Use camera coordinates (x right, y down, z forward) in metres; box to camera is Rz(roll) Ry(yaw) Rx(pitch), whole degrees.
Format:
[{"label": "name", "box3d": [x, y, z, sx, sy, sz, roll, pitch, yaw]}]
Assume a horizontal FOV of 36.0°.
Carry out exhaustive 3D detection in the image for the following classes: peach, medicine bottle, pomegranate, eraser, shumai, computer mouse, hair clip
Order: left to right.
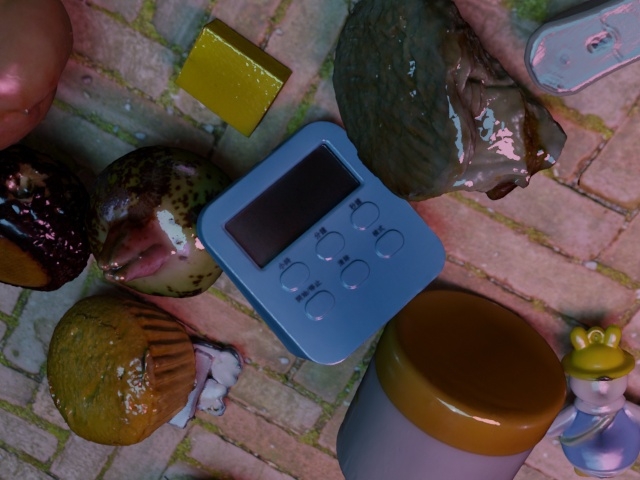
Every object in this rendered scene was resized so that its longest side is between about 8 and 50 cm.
[{"label": "peach", "box3d": [-0.449, -0.241, 1.225, 0.292, 0.247, 0.292, 0, 91, 45]}, {"label": "pomegranate", "box3d": [-0.217, -0.009, 1.275, 0.214, 0.248, 0.214, 9, 119, 16]}, {"label": "hair clip", "box3d": [-0.188, 0.213, 1.505, 0.116, 0.049, 0.172, 24, 118, 0]}, {"label": "eraser", "box3d": [-0.112, -0.206, 1.252, 0.122, 0.045, 0.097, 36, 123, -2]}, {"label": "medicine bottle", "box3d": [0.162, 0.221, 1.278, 0.238, 0.238, 0.231, 25, 124, 4]}, {"label": "shumai", "box3d": [0.149, -0.174, 1.147, 0.222, 0.204, 0.271, -20, 84, 56]}, {"label": "computer mouse", "box3d": [0.314, -0.229, 1.089, 0.182, 0.056, 0.089, -23, 113, 20]}]

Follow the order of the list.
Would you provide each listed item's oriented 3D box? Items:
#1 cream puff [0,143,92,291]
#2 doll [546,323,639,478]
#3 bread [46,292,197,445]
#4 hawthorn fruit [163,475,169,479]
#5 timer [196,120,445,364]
[{"label": "cream puff", "box3d": [-0.421, -0.038, 1.362, 0.239, 0.164, 0.239, 18, 152, 10]}, {"label": "doll", "box3d": [0.366, 0.218, 1.290, 0.135, 0.099, 0.241, 12, 122, 39]}, {"label": "bread", "box3d": [-0.302, 0.189, 1.461, 0.240, 0.139, 0.239, 5, 99, 35]}, {"label": "hawthorn fruit", "box3d": [-0.171, 0.465, 1.575, 0.235, 0.181, 0.181, 47, 122, 6]}, {"label": "timer", "box3d": [0.000, 0.000, 1.227, 0.232, 0.091, 0.250, -42, 99, -12]}]
